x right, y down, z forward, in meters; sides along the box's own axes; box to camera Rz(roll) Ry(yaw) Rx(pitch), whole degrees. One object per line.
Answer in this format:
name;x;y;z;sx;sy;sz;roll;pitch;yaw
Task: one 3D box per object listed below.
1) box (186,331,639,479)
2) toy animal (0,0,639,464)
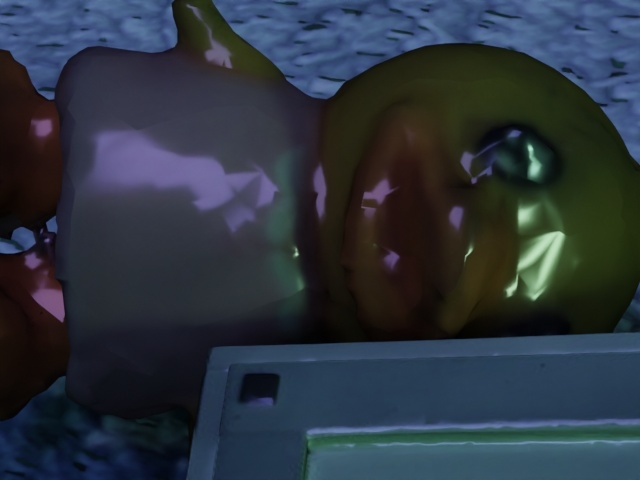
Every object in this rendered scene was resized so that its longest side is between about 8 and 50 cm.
box;0.069;0.148;0.584;0.225;0.117;0.225;-3;48;11
toy animal;0.003;-0.001;0.716;0.281;0.195;0.169;-1;8;18
